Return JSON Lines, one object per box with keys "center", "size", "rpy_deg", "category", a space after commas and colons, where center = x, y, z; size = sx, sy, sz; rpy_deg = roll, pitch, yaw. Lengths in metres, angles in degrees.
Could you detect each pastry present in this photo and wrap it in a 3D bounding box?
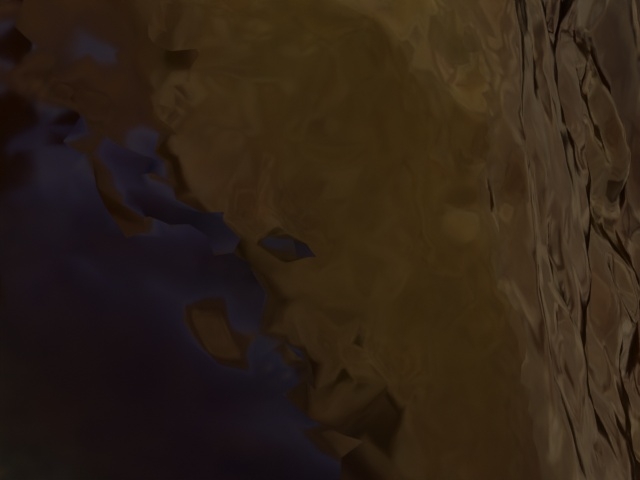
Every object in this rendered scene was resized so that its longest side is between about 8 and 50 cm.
{"center": [0.000, 0.000, 0.469], "size": [0.163, 0.356, 0.356], "rpy_deg": [-14, 140, 21], "category": "pastry"}
